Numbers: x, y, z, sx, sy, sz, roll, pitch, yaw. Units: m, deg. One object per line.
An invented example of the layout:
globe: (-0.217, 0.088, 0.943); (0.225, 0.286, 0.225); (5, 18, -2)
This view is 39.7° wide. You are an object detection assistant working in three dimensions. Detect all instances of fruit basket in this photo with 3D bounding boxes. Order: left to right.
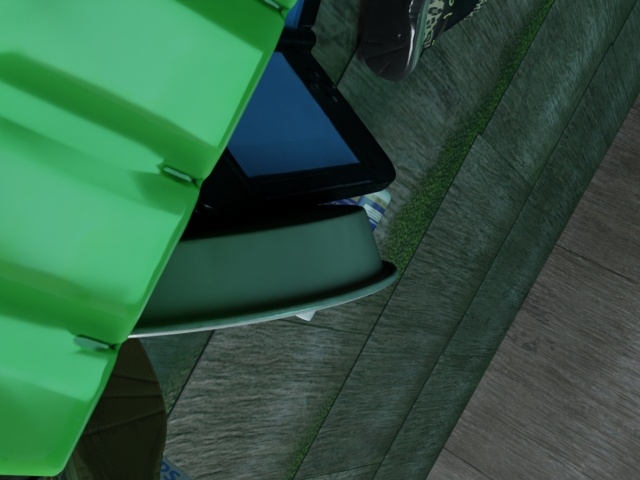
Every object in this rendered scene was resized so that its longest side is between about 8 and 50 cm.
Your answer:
fruit basket: (-0.215, -0.107, 0.355); (0.392, 0.283, 0.392); (-5, 106, -17)

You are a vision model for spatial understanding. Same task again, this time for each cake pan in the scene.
cake pan: (-0.091, 0.015, 0.652); (0.293, 0.293, 0.054); (-16, 101, -58)

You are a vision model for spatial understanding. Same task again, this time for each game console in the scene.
game console: (-0.029, -0.171, 0.673); (0.173, 0.250, 0.293); (-42, 166, 30)

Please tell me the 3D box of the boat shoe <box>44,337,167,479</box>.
boat shoe: (-0.187, 0.199, 0.732); (0.089, 0.285, 0.104); (-27, 152, 34)

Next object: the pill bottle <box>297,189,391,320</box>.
pill bottle: (0.000, 0.000, 0.995); (0.169, 0.094, 0.094); (-61, 156, 0)

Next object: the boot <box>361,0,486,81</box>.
boot: (0.129, -0.300, 0.930); (0.178, 0.085, 0.236); (-43, 157, -39)

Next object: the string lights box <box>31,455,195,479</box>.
string lights box: (-0.235, 0.287, 0.806); (0.259, 0.133, 0.077); (-29, 143, -50)
